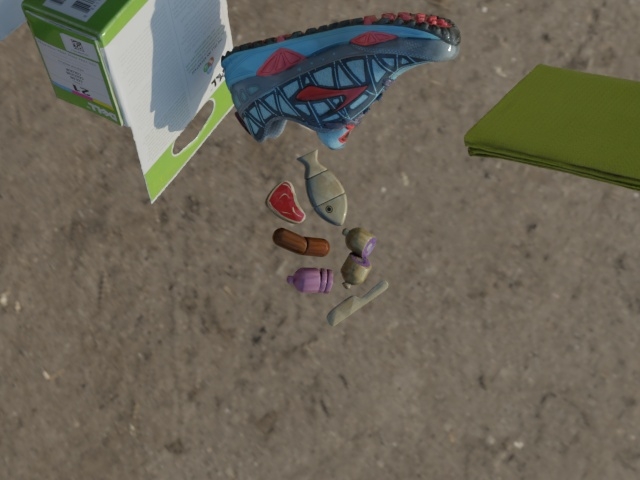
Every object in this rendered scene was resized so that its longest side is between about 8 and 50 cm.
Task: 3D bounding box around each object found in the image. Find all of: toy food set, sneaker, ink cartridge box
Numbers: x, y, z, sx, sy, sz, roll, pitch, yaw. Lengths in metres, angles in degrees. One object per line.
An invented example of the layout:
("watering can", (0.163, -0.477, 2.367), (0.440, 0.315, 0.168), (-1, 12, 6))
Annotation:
("toy food set", (0.000, 0.000, 0.831), (0.078, 0.019, 0.122), (-34, 97, -12))
("sneaker", (0.028, -0.158, 1.118), (0.104, 0.262, 0.125), (-26, 107, -57))
("ink cartridge box", (-0.182, -0.191, 1.140), (0.189, 0.097, 0.255), (-55, 158, -29))

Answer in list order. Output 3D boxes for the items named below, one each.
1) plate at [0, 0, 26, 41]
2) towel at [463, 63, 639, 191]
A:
("plate", (-0.373, -0.364, 1.251), (0.277, 0.278, 0.045), (-46, 153, -21))
("towel", (0.210, -0.059, 0.660), (0.102, 0.237, 0.021), (-42, 133, -33))
